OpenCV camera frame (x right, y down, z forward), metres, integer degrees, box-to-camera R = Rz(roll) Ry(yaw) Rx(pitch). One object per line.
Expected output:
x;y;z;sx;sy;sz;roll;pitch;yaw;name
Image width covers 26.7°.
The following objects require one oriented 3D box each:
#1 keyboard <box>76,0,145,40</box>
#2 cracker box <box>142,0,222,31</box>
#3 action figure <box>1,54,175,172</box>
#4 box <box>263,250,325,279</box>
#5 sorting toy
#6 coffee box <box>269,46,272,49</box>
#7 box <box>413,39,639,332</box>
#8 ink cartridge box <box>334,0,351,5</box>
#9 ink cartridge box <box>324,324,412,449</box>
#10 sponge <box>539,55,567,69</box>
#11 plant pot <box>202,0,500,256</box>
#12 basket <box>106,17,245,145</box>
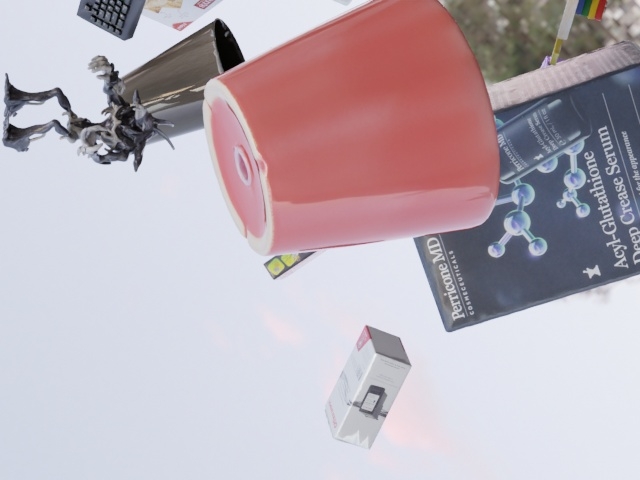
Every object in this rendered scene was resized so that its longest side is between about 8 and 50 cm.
-0.374;-0.517;2.352;0.201;0.317;0.033;32;-142;8;keyboard
-0.319;-0.505;2.633;0.232;0.156;0.067;18;-122;-39;cracker box
-0.364;-0.196;2.144;0.276;0.141;0.164;2;-115;-13;action figure
0.000;0.000;2.404;0.036;0.207;0.114;57;-176;5;box
0.315;-0.309;1.539;0.046;0.274;0.132;16;-121;7;sorting toy
-0.068;-0.308;2.759;0.113;0.040;0.184;24;-140;-21;coffee box
0.322;-0.083;1.973;0.212;0.396;0.293;-76;-34;-73;box
0.106;-0.507;2.313;0.239;0.275;0.060;21;-130;-19;ink cartridge box
0.069;0.218;2.001;0.063;0.150;0.109;21;-164;-14;ink cartridge box
0.482;-0.258;2.382;0.210;0.117;0.031;13;-121;-4;sponge
0.021;-0.109;1.432;0.243;0.275;0.275;-18;-120;-18;plant pot
-0.251;-0.266;2.395;0.154;0.227;0.204;50;-157;-52;basket
